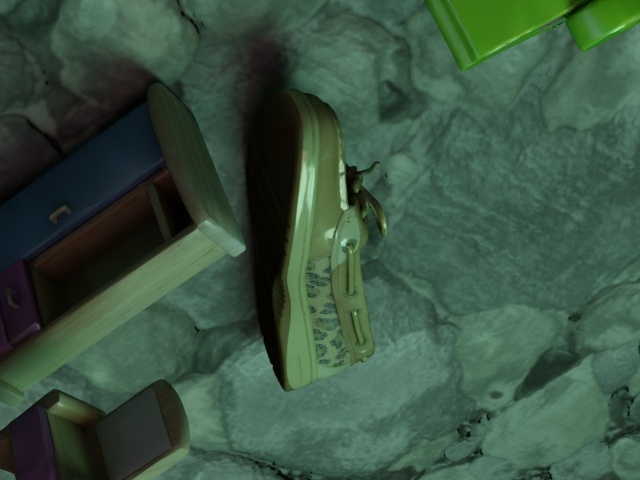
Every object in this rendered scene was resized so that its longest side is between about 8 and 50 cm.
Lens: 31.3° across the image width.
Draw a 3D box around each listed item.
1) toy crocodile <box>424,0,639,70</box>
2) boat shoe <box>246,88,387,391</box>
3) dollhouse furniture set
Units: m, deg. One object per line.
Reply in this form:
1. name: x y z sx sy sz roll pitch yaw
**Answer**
1. toy crocodile: 0.226 -0.220 0.741 0.341 0.105 0.115 -32 88 11
2. boat shoe: 0.000 0.000 0.855 0.089 0.104 0.285 -12 140 -13
3. dollhouse furniture set: -0.207 -0.020 0.648 0.198 0.286 0.303 -35 140 12
